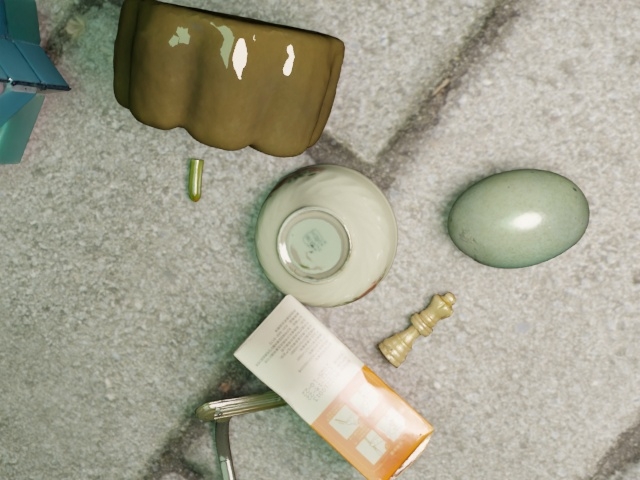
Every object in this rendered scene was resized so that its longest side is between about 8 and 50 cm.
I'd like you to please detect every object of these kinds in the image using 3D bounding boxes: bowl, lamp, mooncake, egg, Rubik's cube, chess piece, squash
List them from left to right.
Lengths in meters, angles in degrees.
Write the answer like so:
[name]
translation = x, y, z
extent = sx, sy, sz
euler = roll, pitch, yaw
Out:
[Rubik's cube]
translation = -0.683, -0.300, 1.305
extent = 0.368, 0.387, 0.358
euler = -4, 94, 15
[squash]
translation = -0.242, -0.116, 1.430
extent = 0.027, 0.027, 0.083
euler = 9, 99, 9
[mooncake]
translation = -0.155, -0.275, 1.231
extent = 0.379, 0.378, 0.200
euler = 15, 106, 8
[lamp]
translation = -0.122, 0.426, 1.450
extent = 0.203, 0.124, 0.283
euler = -11, 92, -10
[bowl]
translation = 0.000, 0.000, 1.347
extent = 0.277, 0.145, 0.277
euler = 1, 99, 9
[chess piece]
translation = 0.186, 0.160, 1.376
extent = 0.172, 0.060, 0.060
euler = -44, 88, 8
[egg]
translation = 0.337, -0.037, 1.268
extent = 0.237, 0.169, 0.169
euler = -13, 95, 13

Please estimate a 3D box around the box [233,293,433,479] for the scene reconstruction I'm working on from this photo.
[box]
translation = 0.018, 0.266, 1.317
extent = 0.341, 0.225, 0.143
euler = 41, 81, 3
